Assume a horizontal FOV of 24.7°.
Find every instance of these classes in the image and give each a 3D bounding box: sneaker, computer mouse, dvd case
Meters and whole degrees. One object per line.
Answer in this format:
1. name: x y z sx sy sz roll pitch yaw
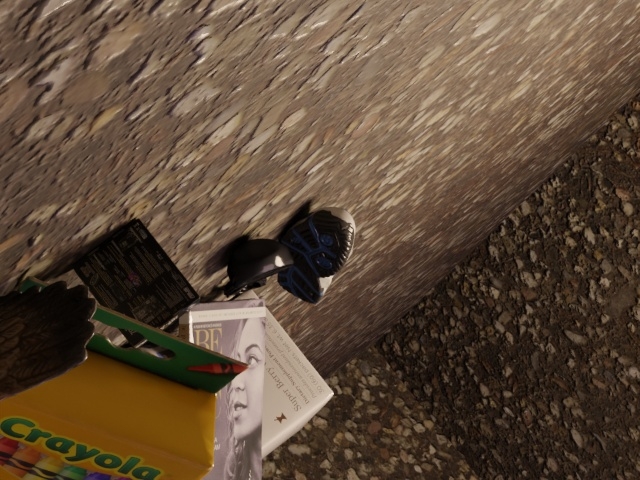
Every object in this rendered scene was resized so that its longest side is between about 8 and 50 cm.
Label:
1. sneaker: 0.000 0.000 1.722 0.081 0.080 0.211 -59 -179 -24
2. computer mouse: -0.077 0.029 1.638 0.071 0.041 0.242 -22 175 -12
3. dvd case: -0.112 0.179 1.682 0.018 0.221 0.164 1 180 29

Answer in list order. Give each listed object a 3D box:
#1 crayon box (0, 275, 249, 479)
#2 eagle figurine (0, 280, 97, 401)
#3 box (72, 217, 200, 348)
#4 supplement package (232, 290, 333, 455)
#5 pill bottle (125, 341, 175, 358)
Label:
1. crayon box: -0.224 0.172 1.189 0.318 0.202 0.081 -46 -148 39
2. eagle figurine: -0.290 0.146 0.961 0.226 0.225 0.298 37 -71 59
3. box: -0.147 0.035 1.169 0.067 0.083 0.018 -38 171 -11
4. supplement package: -0.163 0.231 1.839 0.293 0.177 0.175 -36 172 -26
5. pill bottle: -0.187 0.153 1.663 0.078 0.078 0.137 -40 171 12
